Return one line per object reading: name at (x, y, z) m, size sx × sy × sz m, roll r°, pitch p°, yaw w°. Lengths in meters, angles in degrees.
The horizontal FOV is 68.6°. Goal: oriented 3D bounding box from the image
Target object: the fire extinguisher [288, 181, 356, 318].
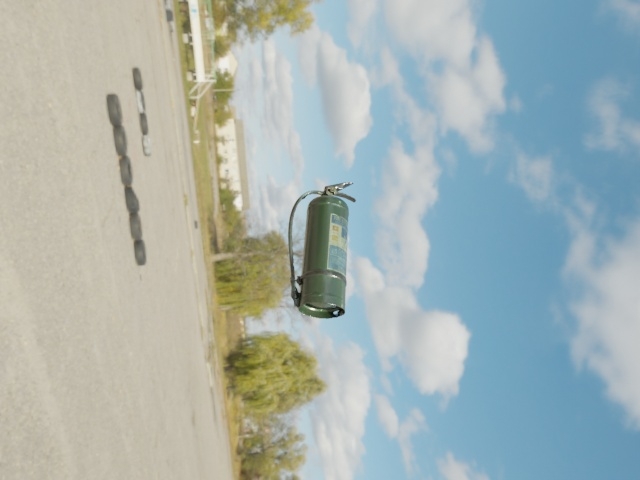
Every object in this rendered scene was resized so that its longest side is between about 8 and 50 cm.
fire extinguisher at (0.000, 0.000, 0.262) m, size 0.025 × 0.038 × 0.083 m, roll 109°, pitch -12°, yaw -62°
